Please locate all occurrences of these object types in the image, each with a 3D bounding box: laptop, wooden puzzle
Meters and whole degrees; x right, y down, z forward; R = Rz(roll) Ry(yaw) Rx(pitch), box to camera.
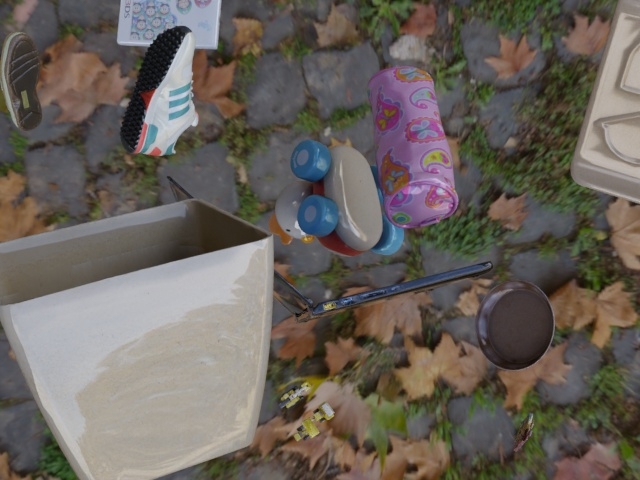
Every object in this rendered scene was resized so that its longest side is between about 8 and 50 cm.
[{"bbox_3d":[0.000,0.000,1.413,0.408,0.382,0.236,-14,85,-6],"label":"laptop"},{"bbox_3d":[0.329,0.311,1.466,0.006,0.083,0.049,22,52,3],"label":"wooden puzzle"},{"bbox_3d":[0.570,-0.197,1.346,0.322,0.080,0.347,19,133,16],"label":"wooden puzzle"}]

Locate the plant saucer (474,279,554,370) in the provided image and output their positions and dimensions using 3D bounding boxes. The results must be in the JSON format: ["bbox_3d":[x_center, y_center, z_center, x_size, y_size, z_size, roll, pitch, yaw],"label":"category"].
[{"bbox_3d":[0.363,0.157,1.670,0.168,0.029,0.168,-12,72,42],"label":"plant saucer"}]

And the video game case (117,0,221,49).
[{"bbox_3d":[-0.231,-0.369,1.396,0.157,0.019,0.143,4,85,6],"label":"video game case"}]

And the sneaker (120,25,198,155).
[{"bbox_3d":[-0.171,-0.170,1.051,0.057,0.075,0.161,42,113,41],"label":"sneaker"}]

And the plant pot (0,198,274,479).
[{"bbox_3d":[-0.082,0.046,0.400,0.109,0.109,0.096,-14,106,-22],"label":"plant pot"}]

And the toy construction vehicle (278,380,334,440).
[{"bbox_3d":[-0.028,0.280,1.474,0.098,0.035,0.085,-40,79,42],"label":"toy construction vehicle"}]

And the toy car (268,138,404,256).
[{"bbox_3d":[-0.007,-0.047,1.701,0.238,0.219,0.210,-26,61,39],"label":"toy car"}]

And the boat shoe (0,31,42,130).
[{"bbox_3d":[-0.528,-0.280,1.559,0.072,0.068,0.190,40,137,28],"label":"boat shoe"}]

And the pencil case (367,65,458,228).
[{"bbox_3d":[0.145,-0.155,1.456,0.124,0.124,0.284,-11,50,6],"label":"pencil case"}]
